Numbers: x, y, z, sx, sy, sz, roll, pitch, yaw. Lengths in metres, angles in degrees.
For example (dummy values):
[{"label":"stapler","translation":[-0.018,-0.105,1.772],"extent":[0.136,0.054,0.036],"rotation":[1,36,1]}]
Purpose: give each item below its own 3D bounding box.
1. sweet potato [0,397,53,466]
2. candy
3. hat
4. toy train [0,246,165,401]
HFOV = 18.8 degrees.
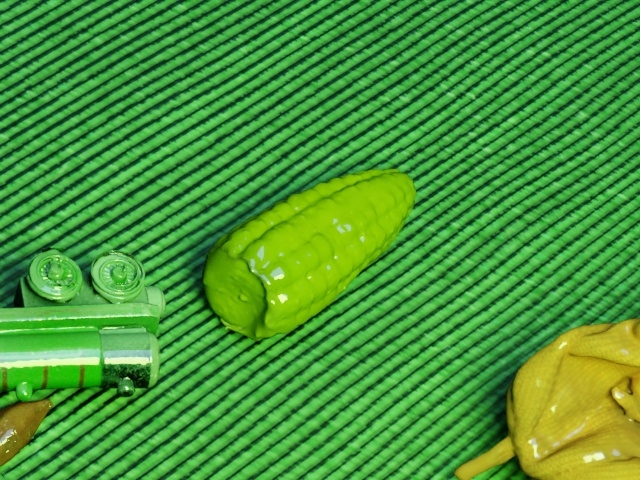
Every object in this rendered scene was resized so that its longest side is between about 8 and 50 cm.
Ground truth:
[{"label":"sweet potato","translation":[-0.240,0.149,1.453],"extent":[0.034,0.034,0.095],"rotation":[41,59,8]},{"label":"candy","translation":[0.000,0.000,1.567],"extent":[0.209,0.097,0.097],"rotation":[-33,76,-33]},{"label":"hat","translation":[0.219,0.161,1.499],"extent":[0.233,0.233,0.244],"rotation":[-15,70,2]},{"label":"toy train","translation":[-0.237,0.072,1.459],"extent":[0.251,0.085,0.119],"rotation":[-1,55,-14]}]
